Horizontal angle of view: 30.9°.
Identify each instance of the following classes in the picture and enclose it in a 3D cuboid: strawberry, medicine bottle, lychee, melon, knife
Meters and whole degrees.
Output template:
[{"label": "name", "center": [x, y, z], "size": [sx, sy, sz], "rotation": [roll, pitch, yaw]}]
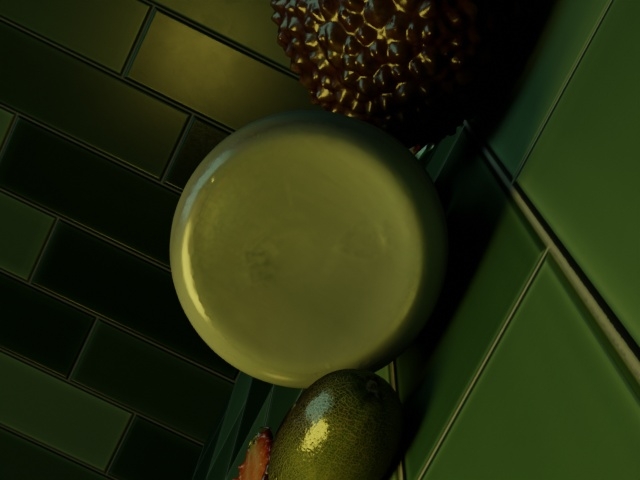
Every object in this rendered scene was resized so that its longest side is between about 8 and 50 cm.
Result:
[{"label": "strawberry", "center": [-0.078, 0.319, 1.553], "size": [0.104, 0.048, 0.152], "rotation": [-52, 24, 37]}, {"label": "medicine bottle", "center": [0.000, 0.000, 1.120], "size": [0.245, 0.245, 0.306], "rotation": [-63, -3, 6]}, {"label": "lychee", "center": [0.091, -0.267, 1.300], "size": [0.306, 0.306, 0.330], "rotation": [120, 148, -41]}, {"label": "melon", "center": [0.010, 0.173, 0.965], "size": [0.162, 0.099, 0.099], "rotation": [-60, 6, 37]}, {"label": "knife", "center": [0.121, -0.082, 1.664], "size": [0.026, 0.022, 0.184], "rotation": [-34, -15, -36]}]

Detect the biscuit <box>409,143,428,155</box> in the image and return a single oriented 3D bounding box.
[{"label": "biscuit", "center": [0.136, -0.130, 1.689], "size": [0.048, 0.026, 0.292], "rotation": [-41, -5, -20]}]
